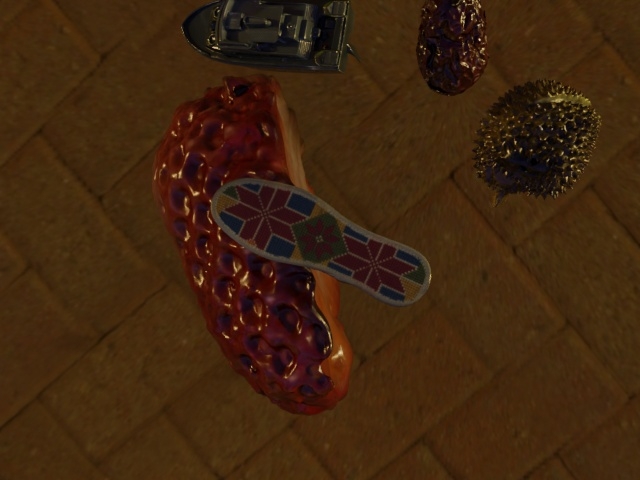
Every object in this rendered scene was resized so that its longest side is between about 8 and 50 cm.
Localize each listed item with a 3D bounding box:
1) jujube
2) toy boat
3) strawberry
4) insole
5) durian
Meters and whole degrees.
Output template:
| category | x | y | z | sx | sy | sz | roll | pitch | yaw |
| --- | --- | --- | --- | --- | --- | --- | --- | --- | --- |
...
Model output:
| category | x | y | z | sx | sy | sz | roll | pitch | yaw |
| --- | --- | --- | --- | --- | --- | --- | --- | --- | --- |
| jujube | 0.178 | -0.270 | 1.410 | 0.104 | 0.104 | 0.166 | 9 | 140 | 6 |
| toy boat | -0.090 | -0.324 | 1.652 | 0.296 | 0.122 | 0.114 | 8 | 85 | 23 |
| strawberry | -0.069 | 0.010 | 1.025 | 0.149 | 0.265 | 0.336 | -15 | 64 | 4 |
| insole | 0.000 | 0.000 | 0.875 | 0.193 | 0.006 | 0.065 | 25 | 88 | 4 |
| durian | 0.337 | -0.145 | 1.726 | 0.193 | 0.138 | 0.237 | 28 | 113 | 9 |
